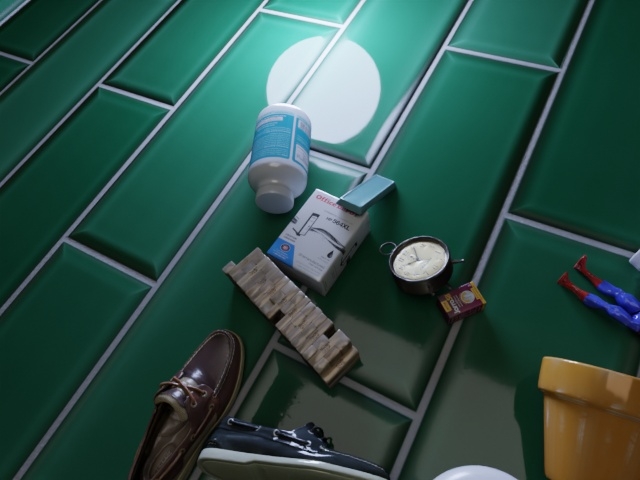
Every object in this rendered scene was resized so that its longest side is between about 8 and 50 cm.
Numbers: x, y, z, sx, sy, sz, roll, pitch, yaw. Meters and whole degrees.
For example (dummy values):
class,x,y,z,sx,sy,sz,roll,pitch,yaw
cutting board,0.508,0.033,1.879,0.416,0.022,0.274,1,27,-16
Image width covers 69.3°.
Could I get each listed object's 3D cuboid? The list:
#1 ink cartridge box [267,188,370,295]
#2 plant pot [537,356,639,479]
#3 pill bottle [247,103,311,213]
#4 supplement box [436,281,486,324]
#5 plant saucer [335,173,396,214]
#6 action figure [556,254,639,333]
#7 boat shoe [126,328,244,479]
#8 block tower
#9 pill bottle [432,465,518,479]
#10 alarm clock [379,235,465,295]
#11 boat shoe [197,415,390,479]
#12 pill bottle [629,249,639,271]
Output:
class,x,y,z,sx,sy,sz,roll,pitch,yaw
ink cartridge box,0.000,0.000,1.058,0.148,0.086,0.203,27,68,22
plant pot,0.450,0.310,0.748,0.205,0.205,0.187,15,79,18
pill bottle,-0.102,-0.201,1.157,0.146,0.146,0.263,-1,60,9
supplement box,0.289,0.129,0.956,0.083,0.043,0.055,-24,60,-3
plant saucer,0.113,-0.114,1.088,0.067,0.018,0.192,26,36,22
action figure,0.594,0.130,0.853,0.091,0.139,0.280,-39,64,-11
boat shoe,-0.260,0.321,0.896,0.123,0.123,0.341,20,66,20
block tower,-0.066,0.152,0.980,0.097,0.091,0.335,-42,63,-15
pill bottle,0.215,0.416,0.634,0.188,0.334,0.187,-4,60,8
alarm clock,0.203,0.048,1.002,0.129,0.064,0.192,-42,45,-17
boat shoe,-0.041,0.381,0.830,0.340,0.127,0.113,0,38,13
pill bottle,0.703,0.089,0.860,0.124,0.124,0.221,-31,59,-8
